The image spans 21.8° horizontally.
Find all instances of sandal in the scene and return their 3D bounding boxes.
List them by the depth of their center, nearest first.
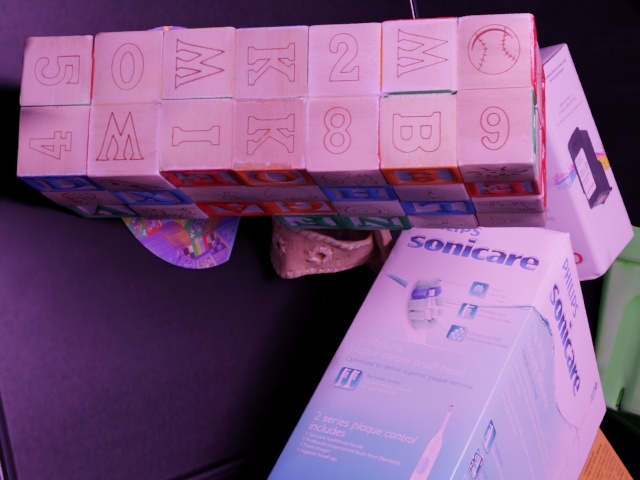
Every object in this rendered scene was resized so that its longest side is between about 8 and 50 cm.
[{"bbox_3d":[0.004,0.003,1.189,0.079,0.088,0.240,-49,139,-5],"label":"sandal"}]

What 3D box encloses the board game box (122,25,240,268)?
[{"bbox_3d":[-0.081,-0.067,1.135,0.133,0.033,0.169,38,56,-39],"label":"board game box"}]

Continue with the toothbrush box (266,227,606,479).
[{"bbox_3d":[0.083,0.158,1.155,0.295,0.126,0.216,-60,147,-30],"label":"toothbrush box"}]

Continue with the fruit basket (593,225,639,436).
[{"bbox_3d":[0.440,0.054,1.569,0.392,0.283,0.392,-11,107,-40],"label":"fruit basket"}]

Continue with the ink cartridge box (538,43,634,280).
[{"bbox_3d":[0.160,-0.055,1.341,0.072,0.127,0.175,-42,116,-47],"label":"ink cartridge box"}]

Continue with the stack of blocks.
[{"bbox_3d":[-0.014,-0.064,1.010,0.171,0.297,0.087,49,41,-75],"label":"stack of blocks"}]

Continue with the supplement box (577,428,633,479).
[{"bbox_3d":[0.207,0.209,1.387,0.233,0.078,0.080,52,48,-29],"label":"supplement box"}]
